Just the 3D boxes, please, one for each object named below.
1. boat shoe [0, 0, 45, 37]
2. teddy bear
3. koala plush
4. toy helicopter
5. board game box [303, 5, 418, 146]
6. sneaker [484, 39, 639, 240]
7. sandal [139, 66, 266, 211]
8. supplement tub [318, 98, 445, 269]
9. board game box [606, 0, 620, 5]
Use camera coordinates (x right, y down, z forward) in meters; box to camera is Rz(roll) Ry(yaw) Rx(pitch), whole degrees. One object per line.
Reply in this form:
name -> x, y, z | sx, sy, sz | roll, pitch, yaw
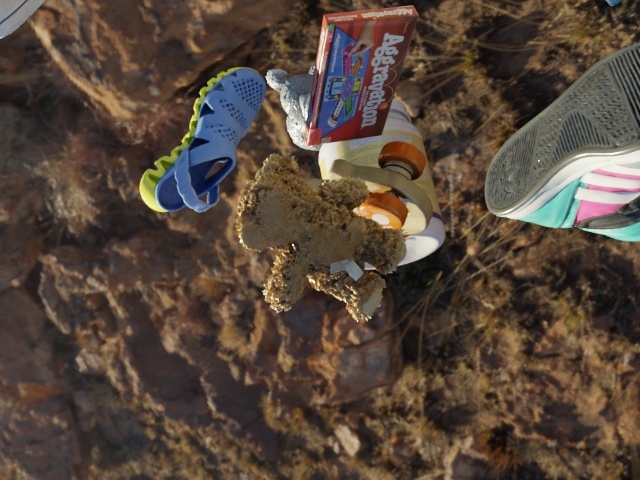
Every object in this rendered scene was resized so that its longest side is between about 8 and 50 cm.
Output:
boat shoe -> -0.499, -0.462, 1.260 | 0.096, 0.267, 0.088 | 19, 155, 35
teddy bear -> 0.000, 0.000, 1.189 | 0.113, 0.338, 0.245 | 33, 108, 56
koala plush -> -0.028, -0.335, 1.827 | 0.203, 0.221, 0.196 | -47, 66, 9
toy helicopter -> 0.039, -0.076, 1.400 | 0.355, 0.140, 0.235 | 10, 154, 23
board game box -> 0.059, -0.261, 1.219 | 0.281, 0.145, 0.027 | 103, 152, -57
sneaker -> 0.317, -0.082, 0.723 | 0.295, 0.179, 0.123 | 143, 133, -60
sandal -> -0.190, -0.170, 1.358 | 0.138, 0.126, 0.317 | 32, 91, 44
supplement tub -> 0.128, -0.125, 1.653 | 0.241, 0.241, 0.331 | -32, 61, 45
board game box -> 0.249, -0.456, 0.835 | 0.079, 0.254, 0.335 | -34, 45, 32
